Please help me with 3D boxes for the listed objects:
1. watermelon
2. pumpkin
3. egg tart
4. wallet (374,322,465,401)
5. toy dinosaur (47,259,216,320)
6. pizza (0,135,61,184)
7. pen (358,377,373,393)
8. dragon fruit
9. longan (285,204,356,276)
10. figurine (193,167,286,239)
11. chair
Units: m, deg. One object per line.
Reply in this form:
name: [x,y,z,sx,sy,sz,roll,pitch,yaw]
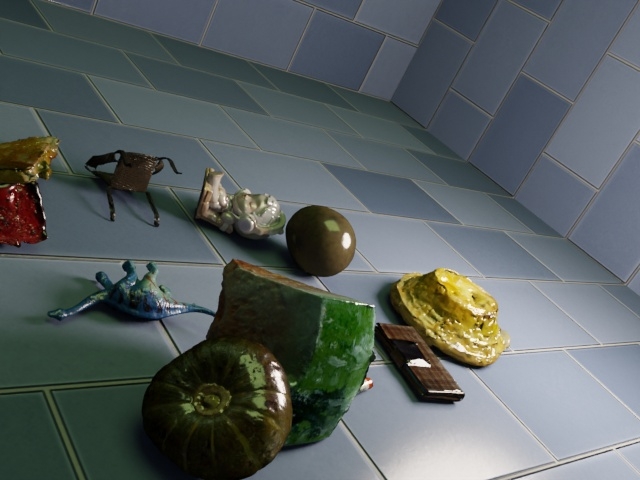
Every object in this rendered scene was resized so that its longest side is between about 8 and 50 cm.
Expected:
watermelon: [-0.072,0.191,1.185,0.302,0.264,0.151,21,3,10]
pumpkin: [-0.141,0.251,1.054,0.219,0.162,0.219,-1,55,1]
egg tart: [0.338,0.169,1.805,0.341,0.129,0.341,22,22,-10]
wallet: [0.215,0.265,1.576,0.124,0.042,0.230,13,29,-36]
toy dinosaur: [-0.328,0.097,1.294,0.329,0.076,0.144,9,36,-33]
pizza: [-0.638,-0.164,1.513,0.147,0.069,0.226,-1,26,-10]
pen: [0.029,0.291,1.339,0.026,0.026,0.218,41,27,29]
dragon fruit: [-0.579,-0.039,1.254,0.192,0.122,0.092,5,47,-47]
longan: [0.000,0.000,1.731,0.187,0.167,0.167,42,26,15]
figurine: [-0.185,-0.081,1.729,0.237,0.141,0.162,22,28,-14]
chair: [-0.427,-0.145,1.608,0.174,0.149,0.213,5,28,-39]
